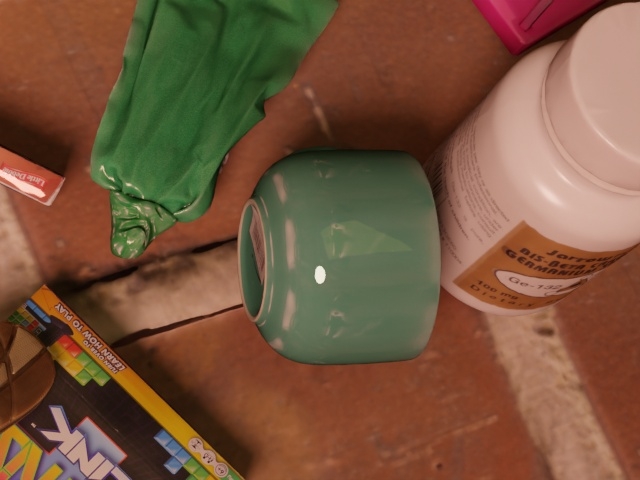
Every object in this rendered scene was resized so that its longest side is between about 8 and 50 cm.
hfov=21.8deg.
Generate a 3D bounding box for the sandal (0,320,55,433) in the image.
[{"bbox_3d":[-0.221,0.101,0.881,0.180,0.049,0.072,-30,85,-40],"label":"sandal"}]

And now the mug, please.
[{"bbox_3d":[0.001,0.009,1.005,0.097,0.158,0.129,-2,95,-16],"label":"mug"}]

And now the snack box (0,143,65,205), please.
[{"bbox_3d":[-0.235,-0.068,0.975,0.178,0.064,0.022,27,87,-10],"label":"snack box"}]

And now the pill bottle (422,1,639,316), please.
[{"bbox_3d":[0.150,-0.047,1.006,0.131,0.229,0.131,6,68,-16],"label":"pill bottle"}]

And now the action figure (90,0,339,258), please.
[{"bbox_3d":[-0.085,-0.088,1.038,0.137,0.063,0.232,25,60,-10],"label":"action figure"}]

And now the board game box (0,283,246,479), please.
[{"bbox_3d":[-0.149,0.133,0.940,0.170,0.048,0.141,43,62,2],"label":"board game box"}]

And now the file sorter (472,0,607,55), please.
[{"bbox_3d":[0.154,-0.323,1.142,0.202,0.182,0.290,-32,82,-26],"label":"file sorter"}]
